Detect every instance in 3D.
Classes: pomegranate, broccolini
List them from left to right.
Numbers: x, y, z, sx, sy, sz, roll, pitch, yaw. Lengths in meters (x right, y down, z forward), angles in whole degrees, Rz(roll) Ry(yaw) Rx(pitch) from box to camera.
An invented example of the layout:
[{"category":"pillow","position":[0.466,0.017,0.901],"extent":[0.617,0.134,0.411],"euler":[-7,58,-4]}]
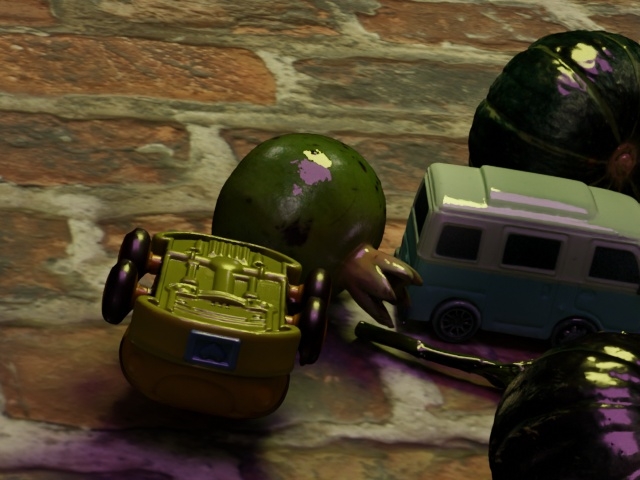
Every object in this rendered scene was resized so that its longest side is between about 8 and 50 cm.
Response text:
[{"category":"pomegranate","position":[0.001,-0.002,1.767],"extent":[0.225,0.187,0.187],"euler":[39,37,21]},{"category":"broccolini","position":[0.146,0.123,1.741],"extent":[0.239,0.051,0.054],"euler":[14,-15,14]}]

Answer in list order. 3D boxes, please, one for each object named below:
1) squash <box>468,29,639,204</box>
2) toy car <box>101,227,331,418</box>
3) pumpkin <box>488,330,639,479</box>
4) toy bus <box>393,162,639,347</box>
[{"category":"squash","position":[0.286,-0.116,1.996],"extent":[0.252,0.252,0.165],"euler":[-10,32,-35]},{"category":"toy car","position":[-0.099,0.086,1.600],"extent":[0.200,0.142,0.248],"euler":[13,19,0]},{"category":"pumpkin","position":[0.266,0.190,1.497],"extent":[0.250,0.216,0.250],"euler":[19,53,-27]},{"category":"toy bus","position":[0.223,0.016,1.824],"extent":[0.271,0.165,0.133],"euler":[9,29,-7]}]
